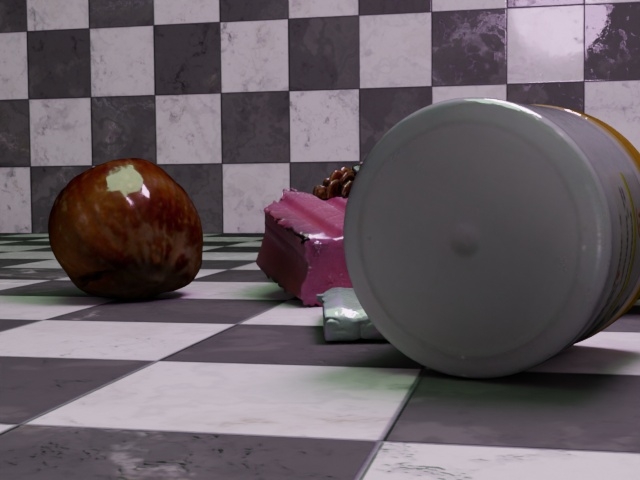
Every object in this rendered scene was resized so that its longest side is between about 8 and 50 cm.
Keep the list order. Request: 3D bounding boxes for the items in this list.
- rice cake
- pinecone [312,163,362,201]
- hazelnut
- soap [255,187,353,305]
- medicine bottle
[{"bbox_3d":[0.059,0.078,1.115,0.127,0.043,0.237,-2,2,0],"label":"rice cake"},{"bbox_3d":[0.088,-0.049,2.006,0.221,0.221,0.221,-1,3,0],"label":"pinecone"},{"bbox_3d":[-0.279,-0.015,1.443,0.234,0.218,0.218,-3,4,-37],"label":"hazelnut"},{"bbox_3d":[0.000,0.000,1.448,0.182,0.112,0.289,2,16,-24],"label":"soap"},{"bbox_3d":[0.172,-0.007,0.894,0.238,0.238,0.232,1,5,29],"label":"medicine bottle"}]
